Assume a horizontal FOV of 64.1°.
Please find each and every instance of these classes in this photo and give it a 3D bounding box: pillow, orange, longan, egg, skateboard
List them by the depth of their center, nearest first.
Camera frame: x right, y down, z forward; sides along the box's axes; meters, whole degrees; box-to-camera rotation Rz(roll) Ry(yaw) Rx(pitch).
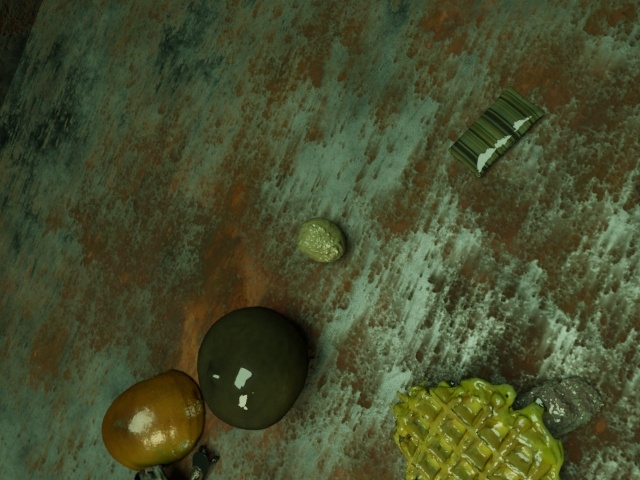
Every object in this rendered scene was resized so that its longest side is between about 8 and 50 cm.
[{"bbox_3d":[0.406,-0.253,1.191,0.203,0.038,0.113,-46,63,13],"label":"pillow"},{"bbox_3d":[-0.165,0.313,1.254,0.297,0.297,0.297,-4,81,26],"label":"longan"},{"bbox_3d":[0.000,0.000,1.310,0.140,0.116,0.118,31,124,31],"label":"egg"},{"bbox_3d":[-0.346,0.649,1.404,0.067,0.080,0.151,25,96,21],"label":"skateboard"},{"bbox_3d":[-0.485,0.525,1.488,0.310,0.274,0.274,-16,73,-9],"label":"orange"}]

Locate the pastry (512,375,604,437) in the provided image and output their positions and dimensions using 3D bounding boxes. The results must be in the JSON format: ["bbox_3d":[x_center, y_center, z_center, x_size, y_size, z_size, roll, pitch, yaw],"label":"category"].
[{"bbox_3d":[0.436,0.365,1.045,0.265,0.112,0.103,-37,61,16],"label":"pastry"}]

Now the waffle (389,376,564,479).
[{"bbox_3d":[0.309,0.460,1.029,0.379,0.095,0.382,-22,86,46],"label":"waffle"}]

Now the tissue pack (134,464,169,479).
[{"bbox_3d":[-0.450,0.808,1.363,0.245,0.123,0.332,34,113,48],"label":"tissue pack"}]
